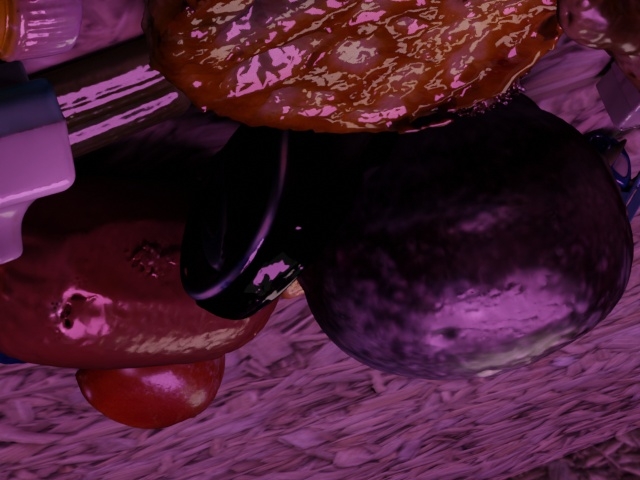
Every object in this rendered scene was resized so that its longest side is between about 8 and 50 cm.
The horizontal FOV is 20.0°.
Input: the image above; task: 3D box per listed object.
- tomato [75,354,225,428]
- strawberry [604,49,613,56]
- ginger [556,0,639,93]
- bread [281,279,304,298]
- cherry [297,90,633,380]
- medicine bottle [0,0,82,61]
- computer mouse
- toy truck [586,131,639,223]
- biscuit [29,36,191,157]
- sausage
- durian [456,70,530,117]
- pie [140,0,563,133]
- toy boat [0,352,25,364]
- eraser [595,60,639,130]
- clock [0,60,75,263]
[{"bbox_3d":[-0.151,0.131,1.707,0.139,0.091,0.159,-27,172,18],"label":"tomato"},{"bbox_3d":[0.283,-0.204,1.184,0.111,0.190,0.236,-35,155,-46],"label":"strawberry"},{"bbox_3d":[0.206,-0.208,1.053,0.166,0.080,0.333,-18,137,-34],"label":"ginger"},{"bbox_3d":[0.000,0.000,1.596,0.115,0.056,0.082,-26,152,-12],"label":"bread"},{"bbox_3d":[0.122,-0.004,1.441,0.296,0.218,0.255,-20,-165,-11],"label":"cherry"},{"bbox_3d":[-0.231,-0.116,0.920,0.212,0.122,0.122,-10,159,-28],"label":"medicine bottle"},{"bbox_3d":[-0.027,-0.044,1.298,0.137,0.096,0.233,-45,-173,40],"label":"computer mouse"},{"bbox_3d":[0.277,-0.074,1.682,0.136,0.074,0.063,-59,171,-15],"label":"toy truck"},{"bbox_3d":[-0.234,-0.058,1.220,0.322,0.038,0.099,-20,159,0],"label":"biscuit"},{"bbox_3d":[-0.142,0.023,1.367,0.279,0.152,0.152,0,153,-46],"label":"sausage"},{"bbox_3d":[0.112,-0.128,1.313,0.091,0.080,0.080,-37,167,-18],"label":"durian"},{"bbox_3d":[0.033,-0.164,1.129,0.315,0.092,0.315,-14,158,-6],"label":"pie"},{"bbox_3d":[-0.207,0.067,1.608,0.220,0.067,0.291,-20,174,-12],"label":"toy boat"},{"bbox_3d":[0.313,-0.168,1.454,0.095,0.052,0.225,-14,161,-24],"label":"eraser"},{"bbox_3d":[-0.273,-0.015,1.048,0.262,0.116,0.231,-18,-169,-11],"label":"clock"}]
